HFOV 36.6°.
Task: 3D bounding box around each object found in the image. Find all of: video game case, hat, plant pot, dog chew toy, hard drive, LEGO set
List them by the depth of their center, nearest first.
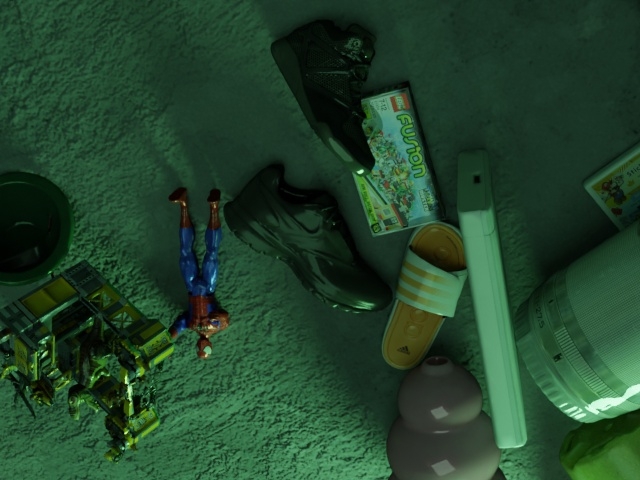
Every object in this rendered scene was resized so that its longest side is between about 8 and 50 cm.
[{"bbox_3d":[0.239,0.076,1.350,0.047,0.233,0.352,-7,113,11],"label":"hard drive"},{"bbox_3d":[0.524,-0.071,1.360,0.227,0.026,0.206,-37,105,22],"label":"video game case"},{"bbox_3d":[-0.370,0.207,1.445,0.255,0.192,0.331,45,143,12],"label":"LEGO set"},{"bbox_3d":[0.507,0.363,1.449,0.276,0.276,0.254,-42,92,22],"label":"plant pot"},{"bbox_3d":[0.194,0.340,1.505,0.207,0.206,0.331,-3,106,9],"label":"dog chew toy"},{"bbox_3d":[-0.468,0.020,1.537,0.173,0.183,0.208,3,72,-5],"label":"hat"}]

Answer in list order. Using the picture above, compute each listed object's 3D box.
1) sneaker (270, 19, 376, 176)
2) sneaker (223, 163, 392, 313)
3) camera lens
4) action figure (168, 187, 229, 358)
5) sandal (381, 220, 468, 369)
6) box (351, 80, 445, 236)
[{"bbox_3d":[0.036,-0.203,1.301,0.130,0.087,0.227,-31,74,15],"label":"sneaker"},{"bbox_3d":[0.000,0.000,1.424,0.286,0.109,0.130,35,108,-11],"label":"sneaker"},{"bbox_3d":[0.434,0.103,1.324,0.219,0.219,0.274,43,124,-12],"label":"camera lens"},{"bbox_3d":[-0.192,0.075,1.468,0.092,0.139,0.280,3,117,8],"label":"action figure"},{"bbox_3d":[0.158,0.099,1.459,0.102,0.076,0.265,15,115,1],"label":"sandal"},{"bbox_3d":[0.100,-0.115,1.391,0.114,0.036,0.206,-14,112,14],"label":"box"}]
